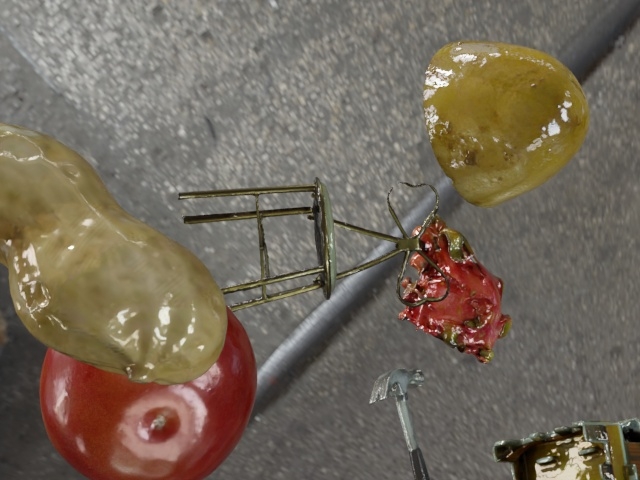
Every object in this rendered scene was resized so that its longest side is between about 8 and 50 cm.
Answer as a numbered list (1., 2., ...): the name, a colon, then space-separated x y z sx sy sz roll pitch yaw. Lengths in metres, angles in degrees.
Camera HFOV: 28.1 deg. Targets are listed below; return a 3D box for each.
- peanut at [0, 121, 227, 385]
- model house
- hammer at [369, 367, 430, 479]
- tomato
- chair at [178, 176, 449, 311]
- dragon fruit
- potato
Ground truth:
1. peanut: -0.174 0.002 0.868 0.263 0.117 0.101 43 122 12
2. model house: 0.370 0.345 1.688 0.224 0.215 0.198 -29 58 50
3. hammer: 0.121 0.285 1.636 0.029 0.103 0.246 -23 73 34
4. tomato: -0.147 0.127 1.100 0.195 0.195 0.136 -33 25 2
5. chair: 0.000 0.000 1.527 0.326 0.170 0.159 -6 77 -5
6. dragon fruit: 0.169 0.066 1.669 0.150 0.133 0.207 -16 85 -4
7. potato: 0.235 -0.150 1.494 0.158 0.178 0.203 -12 85 51
